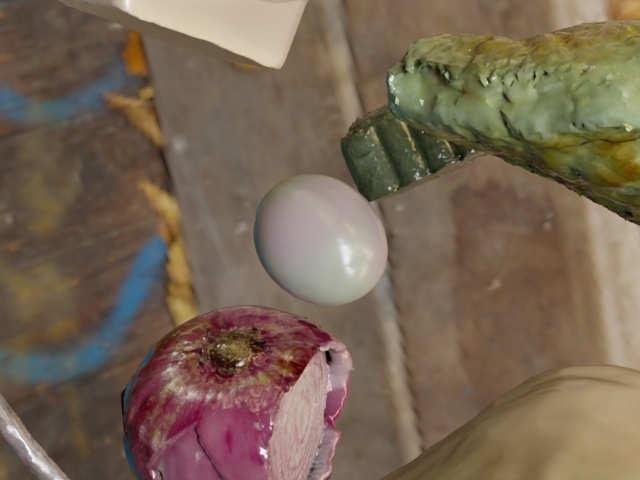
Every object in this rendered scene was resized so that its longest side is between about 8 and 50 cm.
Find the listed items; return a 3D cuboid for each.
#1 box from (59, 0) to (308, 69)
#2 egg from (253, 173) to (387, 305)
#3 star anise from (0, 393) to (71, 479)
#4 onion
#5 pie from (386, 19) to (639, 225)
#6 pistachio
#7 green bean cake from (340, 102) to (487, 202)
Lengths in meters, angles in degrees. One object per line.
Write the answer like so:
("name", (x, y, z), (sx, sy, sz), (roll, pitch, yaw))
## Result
("box", (-0.066, -0.128, 0.929), (0.089, 0.122, 0.062), (18, 91, 52))
("egg", (0.000, 0.000, 1.596), (0.135, 0.103, 0.103), (42, 132, 46))
("star anise", (-0.139, 0.104, 0.817), (0.227, 0.148, 0.218), (39, 142, -5))
("onion", (-0.080, 0.147, 1.645), (0.201, 0.200, 0.207), (8, 67, 41))
("pie", (0.287, -0.092, 1.577), (0.395, 0.418, 0.180), (3, 85, 59))
("pistachio", (0.094, 0.113, 0.717), (0.152, 0.223, 0.126), (2, 94, 12))
("green bean cake", (0.115, -0.107, 1.898), (0.183, 0.185, 0.094), (-23, 94, 8))
